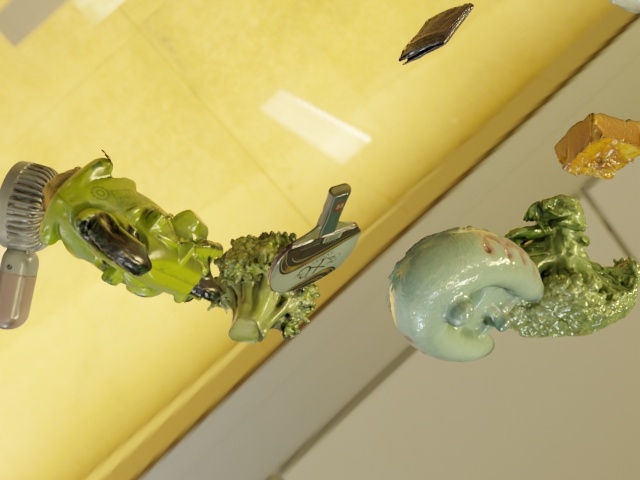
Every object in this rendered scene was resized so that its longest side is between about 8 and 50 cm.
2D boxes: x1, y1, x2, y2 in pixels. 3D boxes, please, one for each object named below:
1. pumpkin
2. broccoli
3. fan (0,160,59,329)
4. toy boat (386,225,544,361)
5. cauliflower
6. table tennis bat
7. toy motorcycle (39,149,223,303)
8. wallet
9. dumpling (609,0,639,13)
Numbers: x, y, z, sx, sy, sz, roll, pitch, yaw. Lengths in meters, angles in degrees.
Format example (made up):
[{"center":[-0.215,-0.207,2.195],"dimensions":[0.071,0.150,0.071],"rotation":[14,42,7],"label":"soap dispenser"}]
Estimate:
[{"center":[0.312,-0.109,1.146],"dimensions":[0.083,0.074,0.054],"rotation":[132,-36,-56],"label":"pumpkin"},{"center":[-0.106,0.114,2.033],"dimensions":[0.262,0.247,0.243],"rotation":[-24,-156,26],"label":"broccoli"},{"center":[-0.432,0.008,1.489],"dimensions":[0.130,0.074,0.244],"rotation":[11,91,-85],"label":"fan"},{"center":[0.143,0.060,0.964],"dimensions":[0.134,0.207,0.079],"rotation":[-46,-125,11],"label":"toy boat"},{"center":[0.404,0.047,1.810],"dimensions":[0.272,0.275,0.250],"rotation":[-3,-101,35],"label":"cauliflower"},{"center":[0.000,0.000,1.706],"dimensions":[0.173,0.022,0.301],"rotation":[-19,155,-26],"label":"table tennis bat"},{"center":[-0.247,-0.001,1.345],"dimensions":[0.142,0.206,0.342],"rotation":[-42,161,4],"label":"toy motorcycle"},{"center":[0.220,-0.398,1.965],"dimensions":[0.111,0.030,0.166],"rotation":[-22,-156,41],"label":"wallet"},{"center":[0.347,-0.251,0.878],"dimensions":[0.131,0.252,0.179],"rotation":[-75,-179,-57],"label":"dumpling"}]
